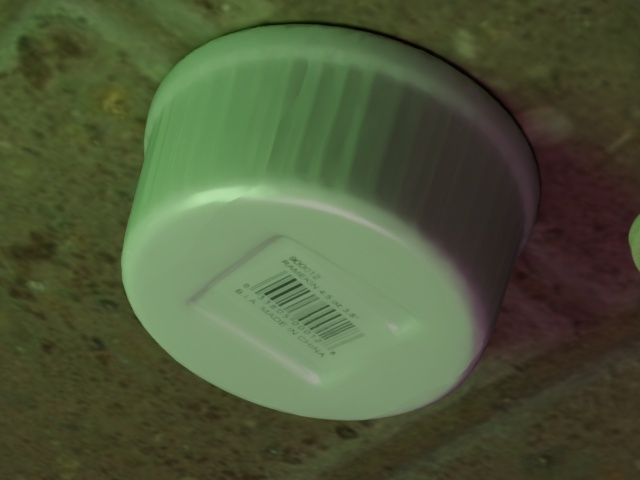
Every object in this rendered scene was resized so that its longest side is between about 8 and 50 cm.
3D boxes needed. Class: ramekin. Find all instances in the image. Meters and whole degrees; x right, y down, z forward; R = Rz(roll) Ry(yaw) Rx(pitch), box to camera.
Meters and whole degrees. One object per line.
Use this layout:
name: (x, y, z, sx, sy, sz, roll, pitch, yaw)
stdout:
ramekin: (0.000, 0.000, 1.299, 0.277, 0.135, 0.277, 10, 141, 8)

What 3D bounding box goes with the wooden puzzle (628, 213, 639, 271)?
wooden puzzle: (0.384, -0.069, 1.052, 0.347, 0.080, 0.322, 1, 156, -33)
